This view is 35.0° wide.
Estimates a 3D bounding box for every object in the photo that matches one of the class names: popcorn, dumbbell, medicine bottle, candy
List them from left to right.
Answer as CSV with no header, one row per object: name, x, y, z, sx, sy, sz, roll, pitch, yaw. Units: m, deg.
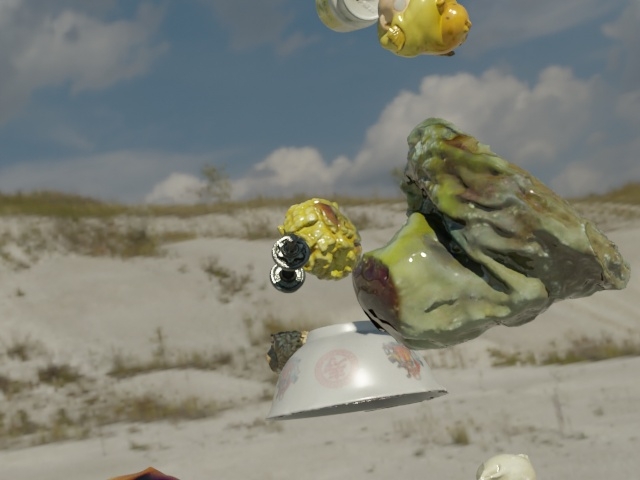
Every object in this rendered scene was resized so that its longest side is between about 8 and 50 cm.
dumbbell,-0.065,0.051,2.140,0.082,0.081,0.254,-10,-25,-10
candy,-0.066,0.253,2.319,0.110,0.085,0.095,-6,-35,-20
popcorn,-0.001,-0.002,2.408,0.169,0.189,0.218,-46,-51,7
medicine bottle,0.082,-0.570,2.398,0.143,0.143,0.258,-10,10,-12

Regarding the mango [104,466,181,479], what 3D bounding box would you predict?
mango,-0.363,0.573,2.116,0.287,0.201,0.153,-12,-2,20

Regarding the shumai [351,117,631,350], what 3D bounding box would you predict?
shumai,0.183,0.033,1.245,0.263,0.304,0.309,-50,22,4

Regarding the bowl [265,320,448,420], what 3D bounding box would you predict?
bowl,0.056,0.240,1.907,0.346,0.157,0.345,-8,-13,-2

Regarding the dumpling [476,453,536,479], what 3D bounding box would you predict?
dumpling,0.394,0.531,2.160,0.181,0.155,0.111,-11,6,-19

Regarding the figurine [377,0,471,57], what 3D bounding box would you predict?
figurine,0.111,-0.353,1.503,0.246,0.156,0.131,35,-21,-12
